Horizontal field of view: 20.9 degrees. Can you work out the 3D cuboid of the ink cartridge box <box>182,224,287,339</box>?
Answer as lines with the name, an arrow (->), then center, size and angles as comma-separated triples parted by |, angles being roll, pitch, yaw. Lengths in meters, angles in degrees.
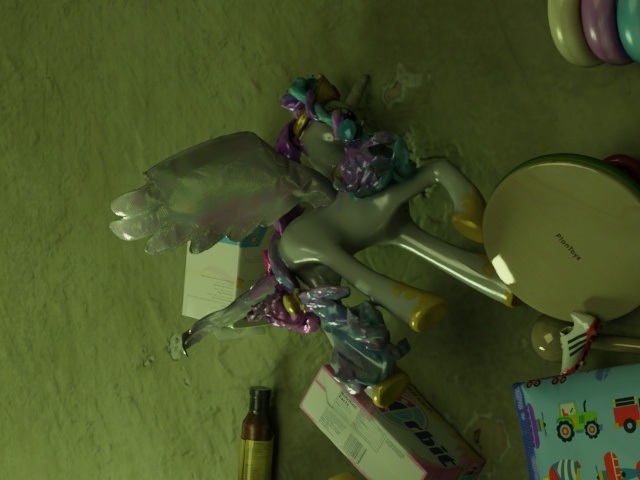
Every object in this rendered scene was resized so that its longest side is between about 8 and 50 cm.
ink cartridge box -> -0.099, 0.042, 2.041 | 0.090, 0.092, 0.143 | 12, 99, 41

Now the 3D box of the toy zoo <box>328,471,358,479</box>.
toy zoo -> 0.052, 0.386, 1.884 | 0.192, 0.030, 0.293 | 50, 143, 36

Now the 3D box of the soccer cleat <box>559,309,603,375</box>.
soccer cleat -> 0.250, 0.105, 1.720 | 0.035, 0.029, 0.083 | 31, 126, 16

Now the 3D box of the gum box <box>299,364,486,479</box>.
gum box -> 0.074, 0.206, 1.887 | 0.188, 0.107, 0.062 | 45, 119, 30

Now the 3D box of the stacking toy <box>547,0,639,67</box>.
stacking toy -> 0.380, -0.213, 1.594 | 0.330, 0.141, 0.141 | 12, 100, 36

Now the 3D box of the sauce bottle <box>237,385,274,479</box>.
sauce bottle -> -0.075, 0.238, 2.063 | 0.042, 0.042, 0.128 | 12, 99, 40

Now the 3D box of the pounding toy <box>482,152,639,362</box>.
pounding toy -> 0.272, 0.000, 1.730 | 0.183, 0.110, 0.237 | -5, 118, 30

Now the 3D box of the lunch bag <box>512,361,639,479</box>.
lunch bag -> 0.316, 0.268, 1.631 | 0.221, 0.138, 0.293 | -14, 73, 40

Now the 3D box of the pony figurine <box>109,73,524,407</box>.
pony figurine -> 0.000, 0.000, 1.839 | 0.351, 0.303, 0.363 | -36, 57, -13
